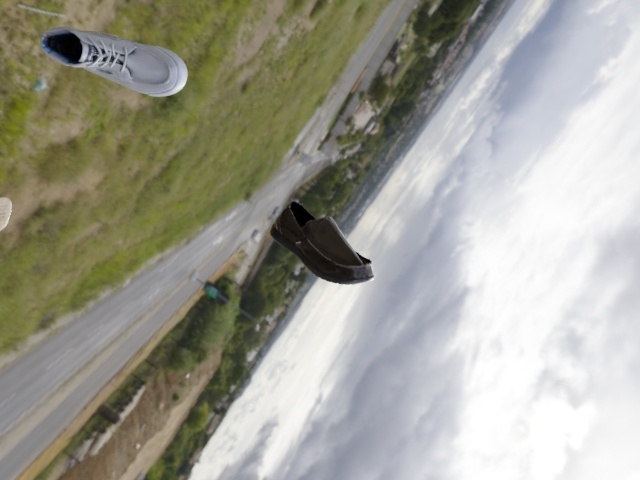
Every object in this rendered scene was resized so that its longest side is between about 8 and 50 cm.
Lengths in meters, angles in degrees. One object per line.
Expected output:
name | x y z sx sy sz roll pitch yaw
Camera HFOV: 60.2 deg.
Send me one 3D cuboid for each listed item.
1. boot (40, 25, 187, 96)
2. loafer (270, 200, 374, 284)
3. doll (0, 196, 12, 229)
boot | -0.379 -0.324 1.000 0.123 0.258 0.095 -25 129 -66
loafer | 0.000 0.000 0.899 0.080 0.220 0.079 -11 124 -48
doll | -0.432 -0.060 0.607 0.129 0.188 0.046 -42 153 -58
